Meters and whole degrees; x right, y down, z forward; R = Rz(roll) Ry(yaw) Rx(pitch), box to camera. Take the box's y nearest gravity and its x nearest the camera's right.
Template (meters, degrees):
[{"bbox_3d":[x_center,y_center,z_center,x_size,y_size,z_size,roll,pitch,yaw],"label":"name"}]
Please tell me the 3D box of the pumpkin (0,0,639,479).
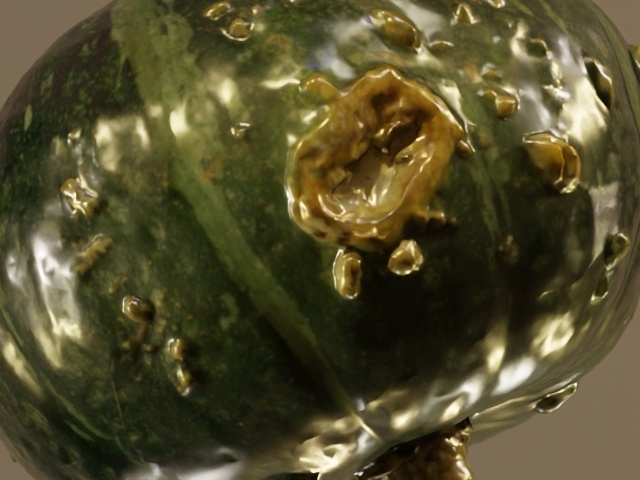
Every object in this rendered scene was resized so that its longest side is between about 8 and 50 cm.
[{"bbox_3d":[-0.001,0.000,0.492,0.190,0.190,0.146,-47,-109,4],"label":"pumpkin"}]
